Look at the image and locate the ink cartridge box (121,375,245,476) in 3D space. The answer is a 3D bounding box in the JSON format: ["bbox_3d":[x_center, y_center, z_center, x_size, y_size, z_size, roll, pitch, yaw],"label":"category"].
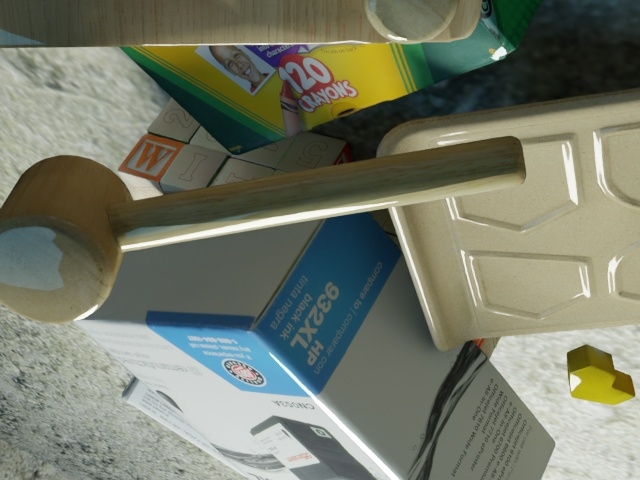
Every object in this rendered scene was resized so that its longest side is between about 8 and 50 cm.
[{"bbox_3d":[-0.033,0.155,1.062,0.275,0.239,0.060,33,117,-2],"label":"ink cartridge box"}]

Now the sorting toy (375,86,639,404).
[{"bbox_3d":[0.177,0.014,0.662,0.229,0.041,0.307,-10,140,11],"label":"sorting toy"}]

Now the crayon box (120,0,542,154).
[{"bbox_3d":[-0.019,-0.157,0.619,0.165,0.081,0.278,44,151,-22],"label":"crayon box"}]

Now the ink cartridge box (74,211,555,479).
[{"bbox_3d":[0.000,0.109,0.793,0.223,0.129,0.307,-3,137,47],"label":"ink cartridge box"}]

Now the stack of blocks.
[{"bbox_3d":[0.000,0.000,0.853,0.297,0.087,0.171,18,150,25],"label":"stack of blocks"}]

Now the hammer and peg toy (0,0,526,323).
[{"bbox_3d":[-0.051,-0.150,0.415,0.266,0.127,0.361,-2,121,-2],"label":"hammer and peg toy"}]
